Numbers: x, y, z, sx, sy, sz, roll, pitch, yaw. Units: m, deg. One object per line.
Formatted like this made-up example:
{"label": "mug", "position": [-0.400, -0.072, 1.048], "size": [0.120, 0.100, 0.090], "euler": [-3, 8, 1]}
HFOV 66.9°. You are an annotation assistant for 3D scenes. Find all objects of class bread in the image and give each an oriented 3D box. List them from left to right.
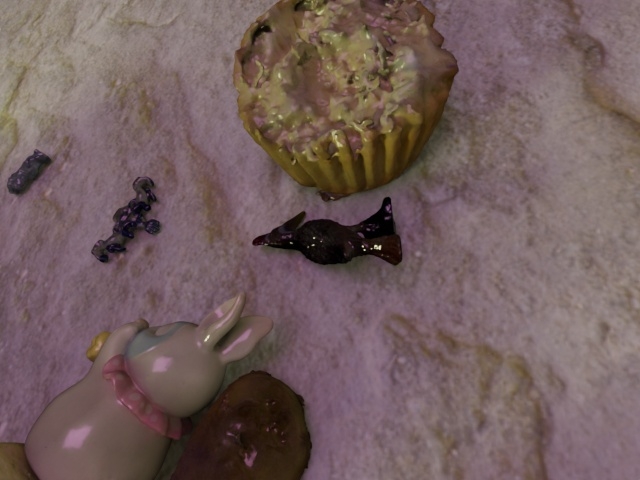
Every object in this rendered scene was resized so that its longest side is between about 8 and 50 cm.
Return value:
{"label": "bread", "position": [0.027, -0.189, 0.595], "size": [0.274, 0.149, 0.274], "euler": [-5, 62, 9]}

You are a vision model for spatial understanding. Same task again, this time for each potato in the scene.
{"label": "potato", "position": [-0.079, 0.208, 0.448], "size": [0.101, 0.089, 0.172], "euler": [25, 71, 25]}

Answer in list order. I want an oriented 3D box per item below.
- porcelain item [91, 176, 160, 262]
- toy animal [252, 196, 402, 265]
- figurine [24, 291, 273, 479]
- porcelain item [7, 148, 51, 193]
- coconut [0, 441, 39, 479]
{"label": "porcelain item", "position": [-0.254, -0.025, 0.674], "size": [0.075, 0.021, 0.136], "euler": [16, 69, 21]}
{"label": "toy animal", "position": [0.009, -0.003, 0.547], "size": [0.202, 0.070, 0.105], "euler": [2, 20, 28]}
{"label": "figurine", "position": [-0.167, 0.139, 0.496], "size": [0.235, 0.127, 0.155], "euler": [-47, 23, -15]}
{"label": "porcelain item", "position": [-0.480, -0.110, 0.791], "size": [0.036, 0.028, 0.083], "euler": [24, 73, 45]}
{"label": "coconut", "position": [-0.331, 0.307, 0.397], "size": [0.259, 0.259, 0.259], "euler": [-8, 61, 14]}
